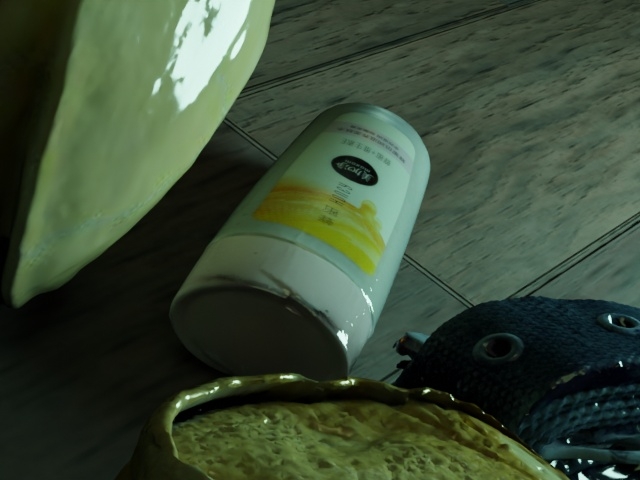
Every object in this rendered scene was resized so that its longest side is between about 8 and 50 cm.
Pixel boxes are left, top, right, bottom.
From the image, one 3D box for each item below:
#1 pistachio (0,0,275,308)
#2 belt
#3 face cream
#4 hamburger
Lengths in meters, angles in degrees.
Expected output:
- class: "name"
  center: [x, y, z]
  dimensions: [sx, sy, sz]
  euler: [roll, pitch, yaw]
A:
- class: "pistachio"
  center: [-0.145, -0.124, 0.908]
  dimensions: [0.229, 0.321, 0.238]
  euler: [21, -14, -3]
- class: "belt"
  center: [0.137, 0.092, 0.947]
  dimensions: [0.218, 0.122, 0.128]
  euler: [5, 20, -37]
- class: "face cream"
  center: [0.000, 0.000, 1.034]
  dimensions: [0.107, 0.073, 0.269]
  euler: [22, 30, 6]
- class: "hamburger"
  center: [0.018, 0.155, 0.715]
  dimensions: [0.243, 0.146, 0.286]
  euler: [30, 23, -7]
